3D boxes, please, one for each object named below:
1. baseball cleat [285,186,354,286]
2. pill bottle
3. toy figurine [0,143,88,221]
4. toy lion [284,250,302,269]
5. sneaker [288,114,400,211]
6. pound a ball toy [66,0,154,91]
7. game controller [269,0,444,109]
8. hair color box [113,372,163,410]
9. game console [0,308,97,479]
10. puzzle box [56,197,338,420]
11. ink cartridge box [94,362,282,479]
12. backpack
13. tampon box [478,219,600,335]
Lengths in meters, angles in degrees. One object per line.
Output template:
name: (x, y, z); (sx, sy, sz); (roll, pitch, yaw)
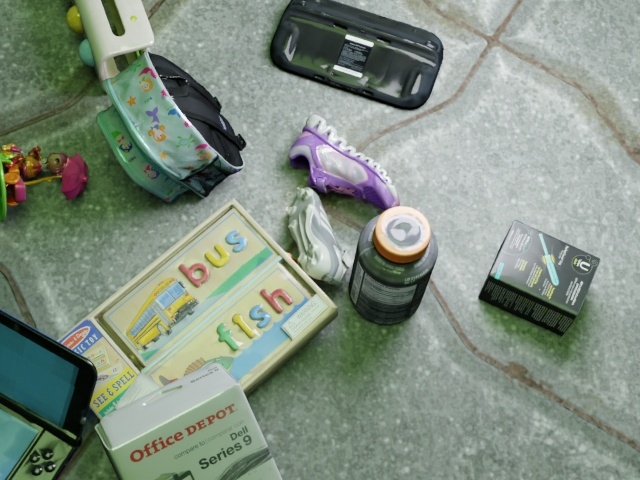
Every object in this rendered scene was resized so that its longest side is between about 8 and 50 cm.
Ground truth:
baseball cleat: (0.000, 0.000, 1.967); (0.109, 0.072, 0.206); (30, 36, -33)
pill bottle: (0.120, 0.036, 1.851); (0.130, 0.245, 0.130); (2, 64, -4)
toy figurine: (-0.487, -0.118, 1.977); (0.159, 0.130, 0.173); (-7, 40, -22)
toy lion: (-0.076, 0.066, 1.945); (0.096, 0.034, 0.100); (-10, 66, -17)
sneaker: (0.035, -0.115, 2.010); (0.236, 0.095, 0.104); (40, 74, 20)
pound a ball toy: (-0.408, -0.457, 2.071); (0.136, 0.208, 0.319); (-18, 68, -12)
game controller: (0.069, -0.358, 2.149); (0.319, 0.067, 0.166); (19, 79, 5)
hair color box: (-0.240, 0.273, 1.759); (0.141, 0.043, 0.072); (32, 74, 13)
game console: (-0.520, 0.252, 1.743); (0.293, 0.173, 0.250); (28, 65, 10)
puzzle box: (-0.208, 0.151, 1.857); (0.409, 0.052, 0.272); (-41, 73, -13)
ink cartridge box: (-0.173, 0.358, 1.665); (0.211, 0.121, 0.289); (-27, 107, -15)
backpack: (-0.264, -0.196, 1.935); (0.191, 0.253, 0.225); (-32, 71, 4)
tampon box: (0.371, 0.065, 1.935); (0.161, 0.101, 0.120); (25, 66, 7)
